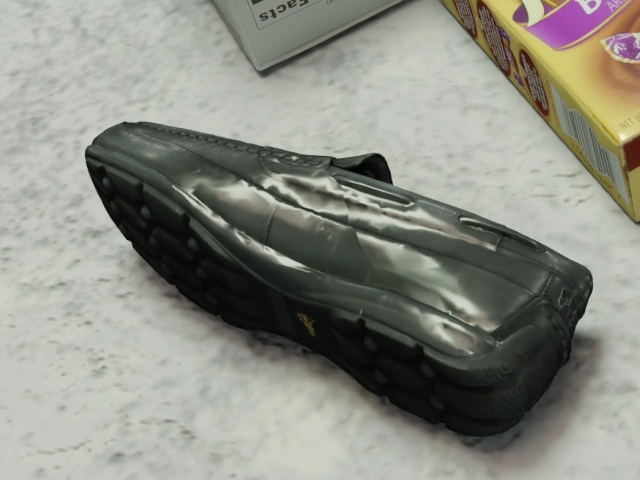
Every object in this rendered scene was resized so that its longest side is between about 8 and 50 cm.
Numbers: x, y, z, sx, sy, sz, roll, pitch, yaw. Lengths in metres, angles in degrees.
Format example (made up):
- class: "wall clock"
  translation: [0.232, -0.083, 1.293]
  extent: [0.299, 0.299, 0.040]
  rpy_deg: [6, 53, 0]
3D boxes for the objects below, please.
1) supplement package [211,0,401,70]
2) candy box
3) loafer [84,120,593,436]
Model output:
- class: "supplement package"
  translation: [-0.009, -0.251, 0.681]
  extent: [0.204, 0.145, 0.262]
  rpy_deg: [-27, 46, -4]
- class: "candy box"
  translation: [0.130, -0.103, 0.561]
  extent: [0.109, 0.053, 0.187]
  rpy_deg: [-28, 45, -3]
- class: "loafer"
  translation: [0.000, 0.000, 0.510]
  extent: [0.223, 0.076, 0.078]
  rpy_deg: [25, 57, 31]
